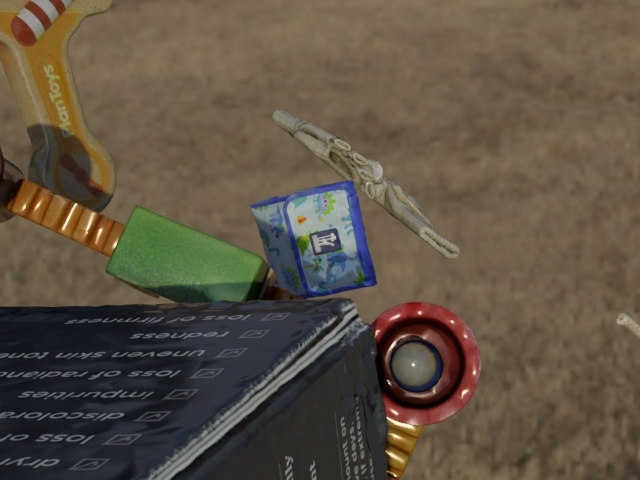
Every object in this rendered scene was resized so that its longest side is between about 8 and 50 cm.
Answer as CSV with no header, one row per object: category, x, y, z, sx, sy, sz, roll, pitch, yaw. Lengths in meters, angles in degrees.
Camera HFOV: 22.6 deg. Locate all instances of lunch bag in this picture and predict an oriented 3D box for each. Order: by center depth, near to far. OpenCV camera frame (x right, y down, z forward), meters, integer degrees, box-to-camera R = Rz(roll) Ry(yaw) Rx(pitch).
lunch bag,0.000,0.000,1.900,0.096,0.129,0.151,-19,7,-42

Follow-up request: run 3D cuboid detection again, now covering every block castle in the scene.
block castle,-0.143,0.117,1.138,0.453,0.303,0.213,23,-6,7

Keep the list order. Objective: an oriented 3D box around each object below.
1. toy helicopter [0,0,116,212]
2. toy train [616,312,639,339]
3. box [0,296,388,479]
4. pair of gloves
toy helicopter,-0.283,-0.186,1.479,0.235,0.355,0.140,-22,7,-42
toy train,0.243,0.043,0.786,0.248,0.105,0.143,33,45,-21
box,-0.258,0.228,0.761,0.479,0.298,0.472,-1,12,22
pair of gloves,0.062,-0.076,1.983,0.240,0.042,0.204,38,2,-27
